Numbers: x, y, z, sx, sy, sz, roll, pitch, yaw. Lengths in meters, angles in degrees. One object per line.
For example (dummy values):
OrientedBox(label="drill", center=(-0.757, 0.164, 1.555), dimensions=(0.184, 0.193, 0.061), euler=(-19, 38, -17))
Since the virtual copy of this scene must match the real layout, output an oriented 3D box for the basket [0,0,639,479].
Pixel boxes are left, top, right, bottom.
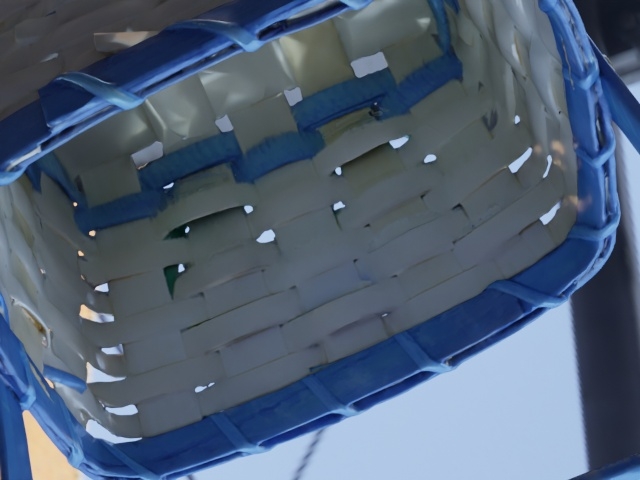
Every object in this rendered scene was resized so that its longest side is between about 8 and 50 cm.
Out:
OrientedBox(label="basket", center=(0.000, 0.000, 0.602), dimensions=(0.255, 0.201, 0.289), euler=(-22, -137, 3))
